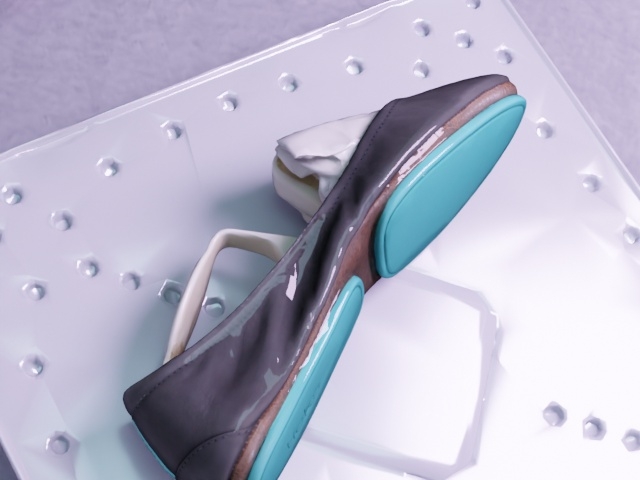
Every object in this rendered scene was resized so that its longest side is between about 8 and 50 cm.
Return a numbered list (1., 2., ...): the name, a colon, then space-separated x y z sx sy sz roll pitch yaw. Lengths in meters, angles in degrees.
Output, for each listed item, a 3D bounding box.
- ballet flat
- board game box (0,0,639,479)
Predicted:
1. ballet flat: 0.000 0.000 0.658 0.096 0.095 0.280 30 62 15
2. board game box: 0.031 0.073 0.708 0.389 0.050 0.390 -25 73 -21
